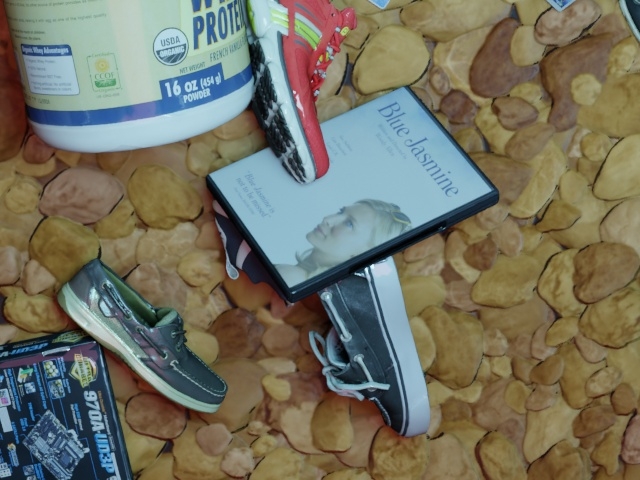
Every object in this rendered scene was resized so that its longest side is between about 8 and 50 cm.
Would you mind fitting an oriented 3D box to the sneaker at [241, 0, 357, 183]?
[{"bbox_3d":[-0.016,-0.199,1.508,0.118,0.107,0.279,-10,87,-15],"label":"sneaker"}]

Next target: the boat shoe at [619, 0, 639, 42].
[{"bbox_3d":[0.364,-0.284,1.582,0.084,0.079,0.233,-22,111,-3],"label":"boat shoe"}]

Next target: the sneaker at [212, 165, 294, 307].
[{"bbox_3d":[0.000,0.000,1.613,0.235,0.094,0.153,-1,110,-8],"label":"sneaker"}]

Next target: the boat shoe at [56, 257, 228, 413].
[{"bbox_3d":[-0.184,0.105,1.627,0.223,0.080,0.073,38,104,-13],"label":"boat shoe"}]

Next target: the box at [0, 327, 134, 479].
[{"bbox_3d":[-0.312,0.219,1.661,0.175,0.051,0.220,-12,109,-4],"label":"box"}]

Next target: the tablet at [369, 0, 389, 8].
[{"bbox_3d":[0.048,-0.290,1.570,0.083,0.006,0.054,32,101,-18],"label":"tablet"}]

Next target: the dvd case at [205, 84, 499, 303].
[{"bbox_3d":[0.033,-0.053,1.532,0.253,0.180,0.022,-25,146,-18],"label":"dvd case"}]

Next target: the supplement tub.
[{"bbox_3d":[-0.196,-0.263,1.424,0.228,0.228,0.316,-10,110,-5],"label":"supplement tub"}]

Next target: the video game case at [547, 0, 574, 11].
[{"bbox_3d":[0.267,-0.304,1.561,0.087,0.011,0.122,39,132,-18],"label":"video game case"}]

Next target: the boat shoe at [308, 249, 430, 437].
[{"bbox_3d":[0.047,0.118,1.610,0.105,0.113,0.306,-20,139,-4],"label":"boat shoe"}]
